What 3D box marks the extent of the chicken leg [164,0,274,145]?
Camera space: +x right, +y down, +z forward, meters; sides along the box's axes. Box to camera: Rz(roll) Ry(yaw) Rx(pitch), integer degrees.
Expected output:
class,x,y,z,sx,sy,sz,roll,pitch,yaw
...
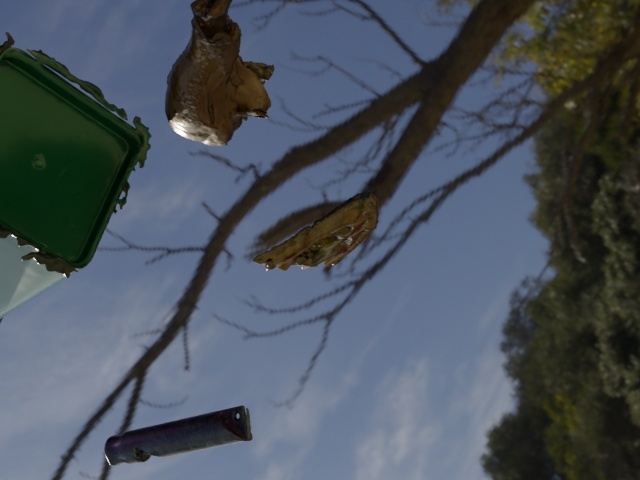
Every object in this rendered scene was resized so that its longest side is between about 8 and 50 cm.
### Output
class,x,y,z,sx,sy,sz,roll,pitch,yaw
chicken leg,-0.091,-0.158,0.972,0.207,0.101,0.085,108,167,-62

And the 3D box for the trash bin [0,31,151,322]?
class,x,y,z,sx,sy,sz,roll,pitch,yaw
trash bin,-0.397,-0.059,1.170,0.295,0.381,0.259,35,-123,-28

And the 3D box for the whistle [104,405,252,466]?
class,x,y,z,sx,sy,sz,roll,pitch,yaw
whistle,-0.134,0.185,0.990,0.033,0.177,0.033,30,-129,-46

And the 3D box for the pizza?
class,x,y,z,sx,sy,sz,roll,pitch,yaw
pizza,0.000,0.000,1.343,0.176,0.036,0.184,-19,-19,-35
